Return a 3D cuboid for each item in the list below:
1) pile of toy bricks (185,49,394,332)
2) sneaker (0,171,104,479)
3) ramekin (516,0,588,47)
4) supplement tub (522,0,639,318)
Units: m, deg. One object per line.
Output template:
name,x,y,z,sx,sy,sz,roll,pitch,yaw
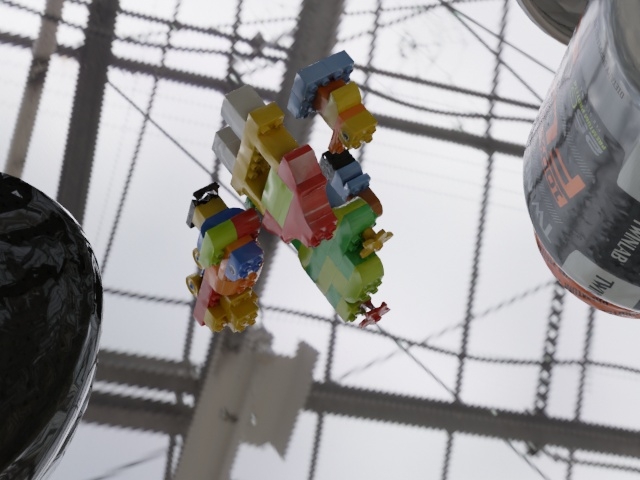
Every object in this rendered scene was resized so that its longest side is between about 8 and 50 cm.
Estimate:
pile of toy bricks,0.000,0.000,0.815,0.118,0.105,0.212,-28,-21,-26
sneaker,-0.146,0.032,0.312,0.125,0.341,0.139,49,-59,11
ramekin,0.236,-0.256,1.232,0.207,0.109,0.207,-2,-75,-8
supplement tub,0.255,-0.076,1.027,0.207,0.338,0.207,1,-113,-4
